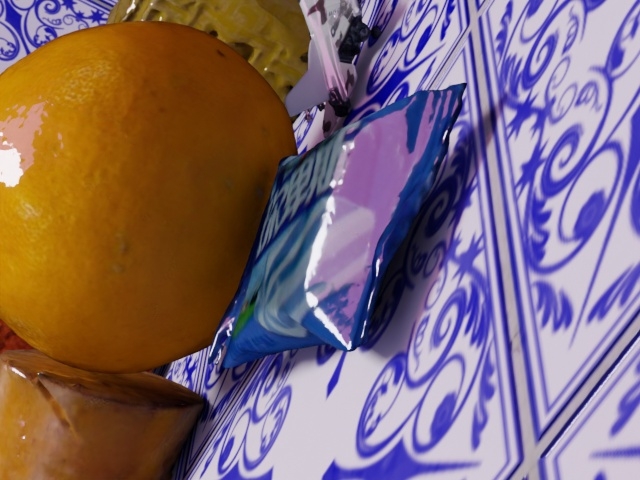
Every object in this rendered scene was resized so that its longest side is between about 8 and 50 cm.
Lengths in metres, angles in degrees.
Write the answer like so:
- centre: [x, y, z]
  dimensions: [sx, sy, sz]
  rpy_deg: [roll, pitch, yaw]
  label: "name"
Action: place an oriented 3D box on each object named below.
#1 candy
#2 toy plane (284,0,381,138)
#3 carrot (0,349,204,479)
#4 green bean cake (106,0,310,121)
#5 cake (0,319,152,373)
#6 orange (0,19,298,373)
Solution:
- centre: [0.000, 0.000, 1.045]
  dimensions: [0.187, 0.077, 0.331]
  rpy_deg: [-70, 15, -12]
  label: "candy"
- centre: [0.009, -0.198, 1.389]
  dimensions: [0.160, 0.082, 0.234]
  rpy_deg: [117, 159, -52]
  label: "toy plane"
- centre: [-0.230, 0.237, 1.349]
  dimensions: [0.196, 0.196, 0.254]
  rpy_deg: [-142, 69, -78]
  label: "carrot"
- centre: [-0.101, -0.227, 1.588]
  dimensions: [0.230, 0.224, 0.131]
  rpy_deg: [-51, 17, 36]
  label: "green bean cake"
- centre: [-0.277, 0.005, 1.735]
  dimensions: [0.319, 0.270, 0.269]
  rpy_deg: [-65, 12, -6]
  label: "cake"
- centre: [-0.168, -0.039, 1.290]
  dimensions: [0.312, 0.312, 0.312]
  rpy_deg: [-59, 13, 23]
  label: "orange"
